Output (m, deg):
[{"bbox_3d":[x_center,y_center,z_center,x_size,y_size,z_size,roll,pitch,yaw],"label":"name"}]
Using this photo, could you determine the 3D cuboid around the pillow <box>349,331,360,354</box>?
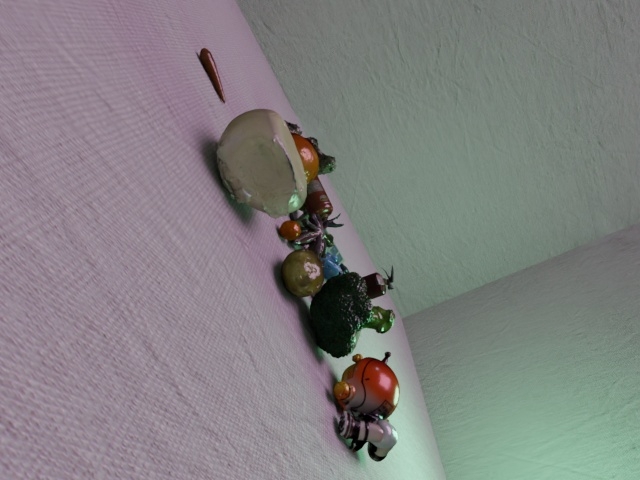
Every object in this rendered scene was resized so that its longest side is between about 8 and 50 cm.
[{"bbox_3d":[0.147,0.362,1.891,0.130,0.038,0.232,50,57,-42],"label":"pillow"}]

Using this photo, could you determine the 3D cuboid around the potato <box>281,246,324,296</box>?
[{"bbox_3d":[-0.052,0.107,1.514,0.248,0.143,0.169,12,76,-81],"label":"potato"}]

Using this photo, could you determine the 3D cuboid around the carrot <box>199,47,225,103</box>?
[{"bbox_3d":[-0.409,-0.632,1.718,0.048,0.048,0.216,-62,132,-76],"label":"carrot"}]

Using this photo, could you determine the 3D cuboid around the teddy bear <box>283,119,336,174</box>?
[{"bbox_3d":[-0.116,-0.524,2.423,0.367,0.224,0.357,51,4,-44],"label":"teddy bear"}]

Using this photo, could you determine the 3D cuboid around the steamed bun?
[{"bbox_3d":[-0.188,-0.239,1.417,0.312,0.233,0.333,-81,154,-74],"label":"steamed bun"}]

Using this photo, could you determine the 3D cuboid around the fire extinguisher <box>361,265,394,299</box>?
[{"bbox_3d":[0.163,0.182,1.706,0.105,0.269,0.104,-22,90,-77],"label":"fire extinguisher"}]

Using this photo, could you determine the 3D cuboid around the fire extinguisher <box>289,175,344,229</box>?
[{"bbox_3d":[-0.057,-0.185,1.993,0.376,0.200,0.113,63,12,20],"label":"fire extinguisher"}]

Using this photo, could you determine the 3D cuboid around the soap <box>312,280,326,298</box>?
[{"bbox_3d":[0.020,0.229,1.802,0.183,0.064,0.121,28,41,-71],"label":"soap"}]

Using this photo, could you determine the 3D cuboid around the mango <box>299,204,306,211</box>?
[{"bbox_3d":[-0.096,-0.214,2.110,0.178,0.100,0.119,61,21,12],"label":"mango"}]

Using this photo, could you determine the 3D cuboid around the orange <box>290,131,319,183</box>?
[{"bbox_3d":[-0.126,-0.327,1.870,0.240,0.240,0.240,61,12,-22],"label":"orange"}]

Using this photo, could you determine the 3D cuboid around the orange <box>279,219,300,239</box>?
[{"bbox_3d":[-0.115,-0.039,1.696,0.083,0.083,0.083,61,12,-22],"label":"orange"}]

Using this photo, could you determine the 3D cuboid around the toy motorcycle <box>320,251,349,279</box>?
[{"bbox_3d":[0.044,0.119,1.996,0.272,0.123,0.182,44,10,-50],"label":"toy motorcycle"}]

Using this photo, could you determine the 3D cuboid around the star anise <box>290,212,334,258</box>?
[{"bbox_3d":[-0.031,-0.007,1.830,0.257,0.111,0.198,-48,119,-53],"label":"star anise"}]

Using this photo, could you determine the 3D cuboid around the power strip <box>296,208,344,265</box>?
[{"bbox_3d":[0.000,0.000,2.103,0.043,0.106,0.367,6,-44,49],"label":"power strip"}]

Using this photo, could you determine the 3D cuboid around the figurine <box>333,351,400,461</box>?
[{"bbox_3d":[0.168,0.534,1.491,0.320,0.196,0.323,49,29,-36],"label":"figurine"}]

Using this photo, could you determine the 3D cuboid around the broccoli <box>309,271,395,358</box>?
[{"bbox_3d":[0.100,0.266,1.537,0.297,0.297,0.297,21,31,-20],"label":"broccoli"}]
